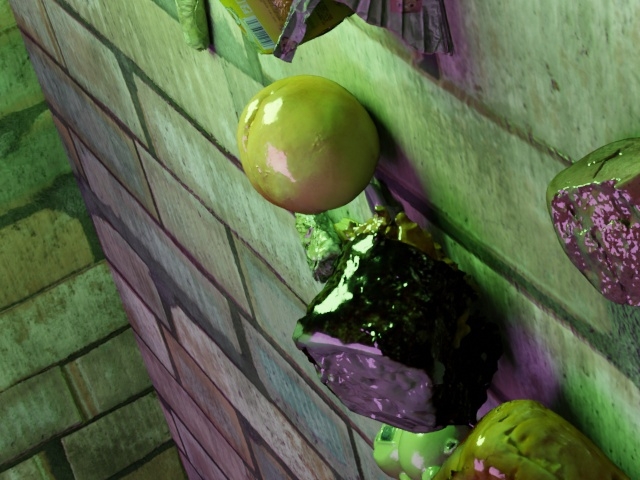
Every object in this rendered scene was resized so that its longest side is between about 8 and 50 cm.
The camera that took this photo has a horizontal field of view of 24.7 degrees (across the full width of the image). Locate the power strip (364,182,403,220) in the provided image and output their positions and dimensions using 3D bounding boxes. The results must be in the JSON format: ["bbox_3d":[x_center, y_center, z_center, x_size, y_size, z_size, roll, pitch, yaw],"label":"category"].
[{"bbox_3d":[0.083,-0.049,1.938,0.083,0.035,0.055,-120,12,-56],"label":"power strip"}]

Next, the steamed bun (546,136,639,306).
[{"bbox_3d":[0.279,-0.012,1.302,0.144,0.106,0.175,64,160,-6],"label":"steamed bun"}]

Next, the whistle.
[{"bbox_3d":[0.143,0.299,2.142,0.106,0.131,0.288,21,168,-14],"label":"whistle"}]

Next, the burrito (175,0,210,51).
[{"bbox_3d":[-0.197,-0.353,2.229,0.188,0.045,0.058,85,176,-57],"label":"burrito"}]

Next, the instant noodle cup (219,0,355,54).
[{"bbox_3d":[-0.038,-0.306,1.620,0.153,0.205,0.205,59,164,-18],"label":"instant noodle cup"}]

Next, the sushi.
[{"bbox_3d":[0.112,0.121,1.838,0.234,0.207,0.348,18,160,14],"label":"sushi"}]

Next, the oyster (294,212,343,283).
[{"bbox_3d":[0.000,0.000,2.140,0.177,0.064,0.125,-105,-11,-49],"label":"oyster"}]

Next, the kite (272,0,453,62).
[{"bbox_3d":[0.019,-0.290,1.513,0.267,0.323,0.013,-54,16,32],"label":"kite"}]

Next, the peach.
[{"bbox_3d":[-0.016,-0.124,1.860,0.184,0.184,0.184,52,160,28],"label":"peach"}]

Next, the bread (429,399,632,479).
[{"bbox_3d":[0.289,0.347,1.730,0.328,0.148,0.337,40,156,11],"label":"bread"}]

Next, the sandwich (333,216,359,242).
[{"bbox_3d":[0.046,-0.006,2.088,0.083,0.031,0.044,54,163,24],"label":"sandwich"}]
